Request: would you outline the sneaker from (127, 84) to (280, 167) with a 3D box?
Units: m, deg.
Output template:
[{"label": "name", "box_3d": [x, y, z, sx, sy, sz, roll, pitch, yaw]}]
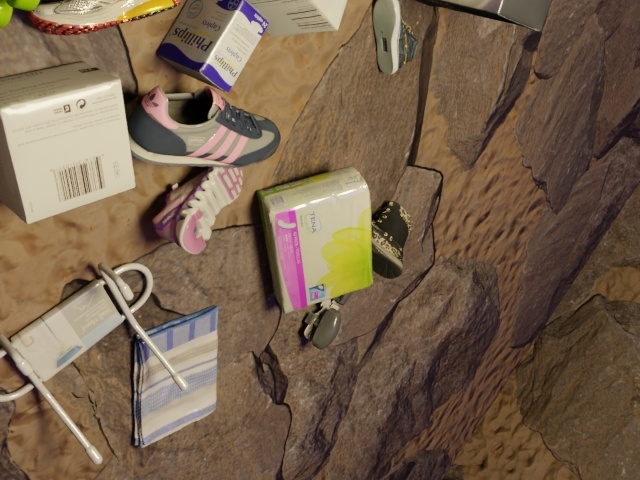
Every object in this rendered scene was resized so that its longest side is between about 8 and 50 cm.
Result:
[{"label": "sneaker", "box_3d": [-0.176, -0.202, 1.227, 0.319, 0.112, 0.131, -11, 149, -45]}]

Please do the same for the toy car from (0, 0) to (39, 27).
[{"label": "toy car", "box_3d": [-0.448, -0.378, 0.867, 0.155, 0.149, 0.188, -3, 87, -51]}]

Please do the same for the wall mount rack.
[{"label": "wall mount rack", "box_3d": [-0.400, 0.216, 1.264, 0.350, 0.130, 0.304, -39, 137, -23]}]

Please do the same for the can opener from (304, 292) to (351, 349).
[{"label": "can opener", "box_3d": [0.059, 0.137, 1.742, 0.283, 0.095, 0.076, -57, 142, -3]}]

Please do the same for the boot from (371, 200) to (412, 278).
[{"label": "boot", "box_3d": [0.126, -0.040, 1.713, 0.236, 0.085, 0.178, 43, 44, -19]}]

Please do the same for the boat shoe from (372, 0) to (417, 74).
[{"label": "boat shoe", "box_3d": [0.162, -0.450, 1.511, 0.083, 0.065, 0.183, -37, 143, -28]}]

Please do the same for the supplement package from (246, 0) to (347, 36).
[{"label": "supplement package", "box_3d": [-0.056, -0.472, 1.145, 0.203, 0.149, 0.194, 35, 67, -51]}]

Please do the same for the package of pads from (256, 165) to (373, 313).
[{"label": "package of pads", "box_3d": [0.000, 0.000, 1.536, 0.229, 0.101, 0.296, -17, 130, -14]}]

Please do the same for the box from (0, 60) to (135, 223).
[{"label": "box", "box_3d": [-0.390, -0.149, 1.049, 0.181, 0.119, 0.181, -26, 130, -35]}]

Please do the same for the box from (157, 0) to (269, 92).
[{"label": "box", "box_3d": [-0.177, -0.331, 1.160, 0.072, 0.126, 0.137, 30, 90, -53]}]

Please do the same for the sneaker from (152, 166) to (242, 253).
[{"label": "sneaker", "box_3d": [-0.227, -0.082, 1.300, 0.236, 0.105, 0.095, -62, 147, -35]}]

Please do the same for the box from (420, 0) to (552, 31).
[{"label": "box", "box_3d": [0.325, -0.603, 1.402, 0.183, 0.294, 0.296, -2, 114, -47]}]

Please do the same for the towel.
[{"label": "towel", "box_3d": [-0.300, 0.288, 1.498, 0.209, 0.034, 0.284, -19, 126, -40]}]

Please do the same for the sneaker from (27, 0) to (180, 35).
[{"label": "sneaker", "box_3d": [-0.321, -0.358, 1.037, 0.225, 0.088, 0.092, -30, 112, -33]}]
